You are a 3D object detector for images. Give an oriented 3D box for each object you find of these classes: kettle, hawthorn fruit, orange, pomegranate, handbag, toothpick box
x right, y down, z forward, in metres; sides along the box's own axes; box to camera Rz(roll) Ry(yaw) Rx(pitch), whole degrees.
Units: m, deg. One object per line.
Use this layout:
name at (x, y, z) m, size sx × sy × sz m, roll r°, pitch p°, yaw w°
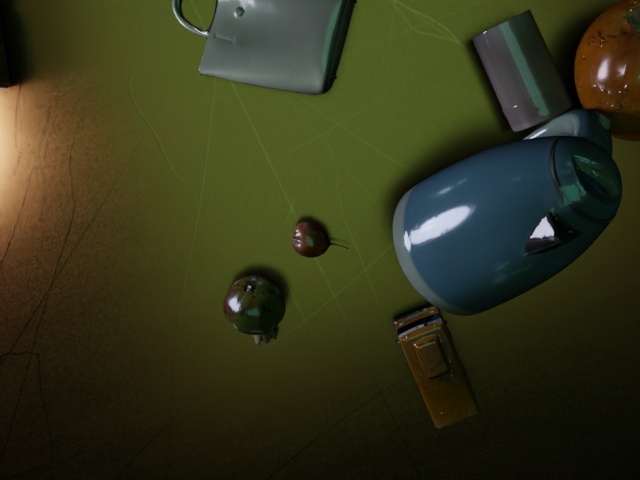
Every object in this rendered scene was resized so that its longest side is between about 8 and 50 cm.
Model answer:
kettle at (0.325, -0.072, 1.278) m, size 0.247 × 0.319 × 0.342 m, roll 36°, pitch 141°, yaw -17°
hawthorn fruit at (0.000, 0.000, 1.451) m, size 0.103 × 0.067 × 0.066 m, roll 5°, pitch 101°, yaw -12°
orange at (0.531, -0.279, 1.292) m, size 0.240 × 0.240 × 0.239 m, roll 0°, pitch 101°, yaw 2°
pomegranate at (-0.117, 0.132, 1.460) m, size 0.115 × 0.114 × 0.142 m, roll -10°, pitch 130°, yaw 3°
handbag at (-0.108, -0.381, 1.359) m, size 0.316 × 0.109 × 0.241 m, roll 15°, pitch 102°, yaw 2°
toothpick box at (0.343, -0.287, 1.359) m, size 0.111 × 0.111 × 0.180 m, roll -26°, pitch 98°, yaw 6°

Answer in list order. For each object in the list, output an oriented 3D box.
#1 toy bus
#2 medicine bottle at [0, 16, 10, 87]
toy bus at (0.211, 0.230, 1.458) m, size 0.098 × 0.114 × 0.201 m, roll -22°, pitch 99°, yaw 5°
medicine bottle at (-0.603, -0.353, 1.360) m, size 0.088 × 0.132 × 0.188 m, roll -4°, pitch 100°, yaw 2°
